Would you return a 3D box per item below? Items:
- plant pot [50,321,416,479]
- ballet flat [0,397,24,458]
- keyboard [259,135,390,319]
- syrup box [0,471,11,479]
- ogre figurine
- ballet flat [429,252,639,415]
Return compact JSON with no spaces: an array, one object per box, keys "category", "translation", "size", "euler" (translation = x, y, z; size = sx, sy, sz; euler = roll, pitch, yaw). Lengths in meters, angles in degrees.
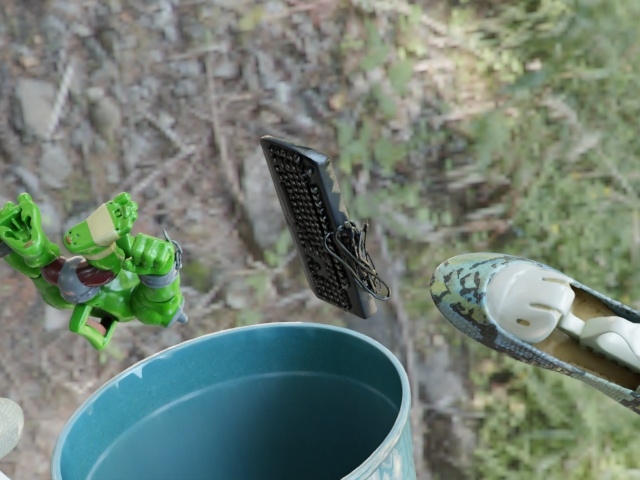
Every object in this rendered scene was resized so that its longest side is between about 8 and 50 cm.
[{"category":"plant pot","translation":[-0.044,0.242,1.103],"size":[0.271,0.271,0.255],"euler":[-50,134,-51]},{"category":"ballet flat","translation":[-0.282,0.148,1.038],"size":[0.168,0.052,0.057],"euler":[-19,70,-42]},{"category":"keyboard","translation":[0.000,0.000,1.219],"size":[0.038,0.100,0.192],"euler":[-49,138,-30]},{"category":"syrup box","translation":[-0.228,0.082,0.550],"size":[0.237,0.093,0.096],"euler":[48,31,-20]},{"category":"ogre figurine","translation":[-0.188,0.023,1.146],"size":[0.118,0.197,0.097],"euler":[64,24,-48]},{"category":"ballet flat","translation":[0.158,0.051,0.855],"size":[0.070,0.188,0.070],"euler":[23,90,-86]}]
